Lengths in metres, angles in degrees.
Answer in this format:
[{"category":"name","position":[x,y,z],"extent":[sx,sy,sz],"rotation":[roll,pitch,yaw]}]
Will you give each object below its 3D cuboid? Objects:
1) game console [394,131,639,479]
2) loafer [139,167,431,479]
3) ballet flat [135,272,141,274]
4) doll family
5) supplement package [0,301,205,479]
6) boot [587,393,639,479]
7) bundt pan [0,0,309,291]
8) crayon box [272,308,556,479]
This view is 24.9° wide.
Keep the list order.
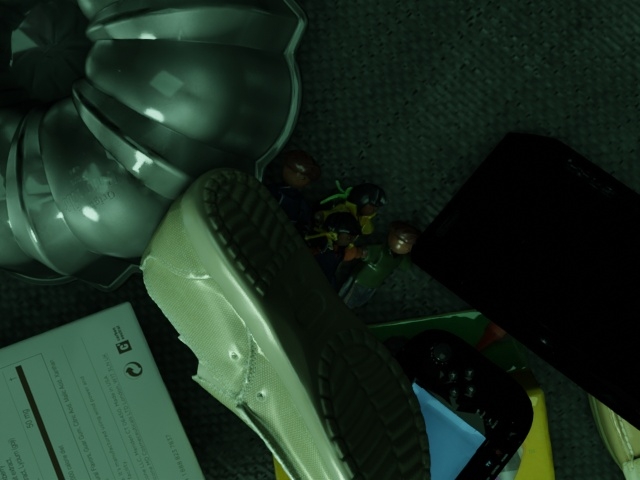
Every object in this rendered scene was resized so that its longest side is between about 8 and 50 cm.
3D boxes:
[{"category":"game console","position":[0.115,0.107,0.991],"extent":[0.213,0.044,0.361],"rotation":[36,78,19]},{"category":"loafer","position":[-0.022,0.081,0.922],"extent":[0.092,0.102,0.269],"rotation":[-24,98,39]},{"category":"ballet flat","position":[-0.134,-0.069,1.036],"extent":[0.070,0.070,0.188],"rotation":[11,96,-1]},{"category":"doll family","position":[0.000,0.000,1.005],"extent":[0.076,0.193,0.111],"rotation":[46,110,20]},{"category":"supplement package","position":[-0.229,0.193,0.956],"extent":[0.292,0.177,0.175],"rotation":[-21,71,-14]},{"category":"boot","position":[0.276,0.192,1.001],"extent":[0.095,0.203,0.262],"rotation":[-23,98,3]},{"category":"bundt pan","position":[-0.181,-0.128,0.959],"extent":[0.330,0.124,0.331],"rotation":[0,90,16]},{"category":"crayon box","position":[0.076,0.219,1.070],"extent":[0.202,0.081,0.319],"rotation":[-10,97,2]}]
